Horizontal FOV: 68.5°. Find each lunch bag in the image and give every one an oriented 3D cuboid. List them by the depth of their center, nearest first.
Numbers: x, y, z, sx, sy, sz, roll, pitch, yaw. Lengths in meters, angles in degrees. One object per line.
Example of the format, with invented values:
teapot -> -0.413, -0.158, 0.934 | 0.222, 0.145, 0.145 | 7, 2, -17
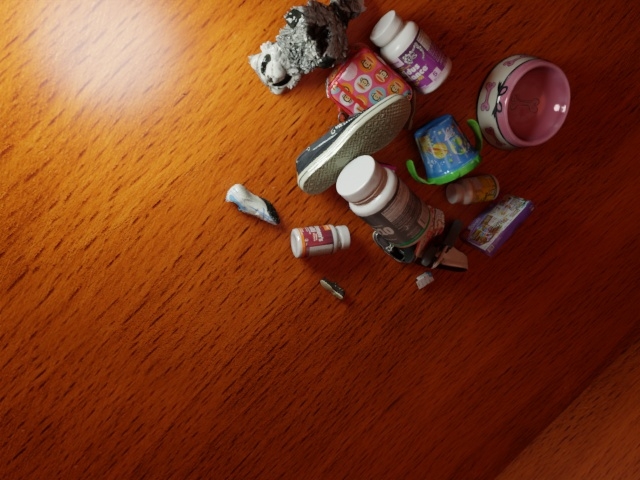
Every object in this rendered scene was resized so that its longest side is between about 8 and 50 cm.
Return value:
lunch bag -> 0.165, -0.549, 1.751 | 0.293, 0.120, 0.258 | 31, 114, -27

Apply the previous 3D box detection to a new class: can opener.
can opener -> 0.541, 0.011, 2.063 | 0.093, 0.074, 0.280 | 37, 61, 4

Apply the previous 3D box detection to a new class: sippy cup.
sippy cup -> 0.497, -0.376, 1.898 | 0.224, 0.240, 0.305 | 58, 44, -16

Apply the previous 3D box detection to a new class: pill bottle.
pill bottle -> 0.331, -0.695, 1.740 | 0.301, 0.169, 0.169 | 32, 95, -26
pill bottle -> 0.237, -0.142, 1.744 | 0.361, 0.204, 0.204 | 37, 93, -34
pill bottle -> 0.000, 0.000, 1.891 | 0.221, 0.121, 0.121 | -8, 111, -18
pill bottle -> 0.663, -0.220, 2.060 | 0.208, 0.117, 0.118 | -10, 112, -17

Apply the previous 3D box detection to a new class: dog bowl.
dog bowl -> 0.875, -0.577, 1.995 | 0.408, 0.150, 0.408 | -6, 110, -18

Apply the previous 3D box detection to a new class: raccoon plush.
raccoon plush -> -0.036, -0.674, 1.652 | 0.446, 0.299, 0.216 | -38, 104, -40

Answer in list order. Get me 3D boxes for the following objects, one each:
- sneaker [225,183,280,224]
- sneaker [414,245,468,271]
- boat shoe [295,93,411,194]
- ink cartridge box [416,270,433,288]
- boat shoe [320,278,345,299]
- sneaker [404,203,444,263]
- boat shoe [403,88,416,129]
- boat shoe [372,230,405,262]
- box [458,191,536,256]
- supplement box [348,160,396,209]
sneaker -> -0.253, -0.126, 1.785 | 0.237, 0.085, 0.086 | 35, 120, -30
sneaker -> 0.533, 0.061, 2.141 | 0.290, 0.106, 0.123 | 11, 70, -15
boat shoe -> 0.103, -0.372, 1.725 | 0.500, 0.156, 0.187 | -37, 142, 15
ink cartridge box -> 0.480, 0.184, 2.184 | 0.083, 0.028, 0.048 | -31, 116, -8
boat shoe -> 0.054, 0.202, 2.028 | 0.133, 0.049, 0.042 | 39, 65, -20
sneaker -> 0.460, -0.020, 2.046 | 0.145, 0.090, 0.270 | 15, 85, -25
boat shoe -> 0.340, -0.510, 1.842 | 0.060, 0.064, 0.178 | 2, 140, 1
boat shoe -> 0.310, 0.026, 2.045 | 0.075, 0.065, 0.206 | -47, 117, 1
box -> 0.788, -0.078, 2.109 | 0.293, 0.201, 0.057 | -47, 116, 1
supplement box -> 0.208, -0.211, 1.899 | 0.114, 0.111, 0.220 | 10, 104, -23
